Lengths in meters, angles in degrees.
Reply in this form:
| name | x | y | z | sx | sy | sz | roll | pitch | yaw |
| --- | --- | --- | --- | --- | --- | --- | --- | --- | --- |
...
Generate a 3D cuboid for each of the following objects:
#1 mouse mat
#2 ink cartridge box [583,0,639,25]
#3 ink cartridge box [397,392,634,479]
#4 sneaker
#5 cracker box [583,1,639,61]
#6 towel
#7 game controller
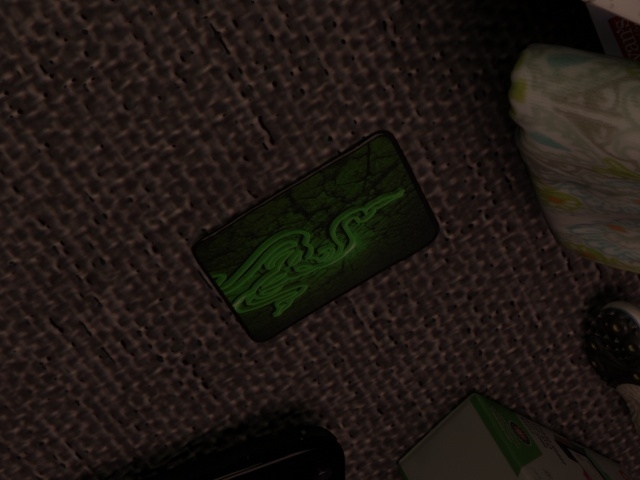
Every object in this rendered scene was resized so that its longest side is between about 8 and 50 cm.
| name | x | y | z | sx | sy | sz | roll | pitch | yaw |
| --- | --- | --- | --- | --- | --- | --- | --- | --- | --- |
| mouse mat | 0.000 | 0.000 | 1.557 | 0.190 | 0.007 | 0.152 | -30 | 138 | 1 |
| ink cartridge box | 0.250 | -0.285 | 1.187 | 0.395 | 0.166 | 0.285 | 21 | 120 | -9 |
| ink cartridge box | 0.232 | 0.288 | 1.820 | 0.117 | 0.201 | 0.278 | -46 | 136 | 16 |
| sneaker | 0.322 | 0.124 | 1.817 | 0.086 | 0.085 | 0.237 | -51 | 138 | -17 |
| cracker box | 0.291 | -0.234 | 1.351 | 0.232 | 0.067 | 0.155 | -19 | 119 | 13 |
| towel | 0.316 | -0.033 | 1.431 | 0.374 | 0.321 | 0.090 | 52 | 51 | -72 |
| game controller | -0.127 | 0.261 | 1.690 | 0.319 | 0.067 | 0.166 | -19 | 137 | -12 |
